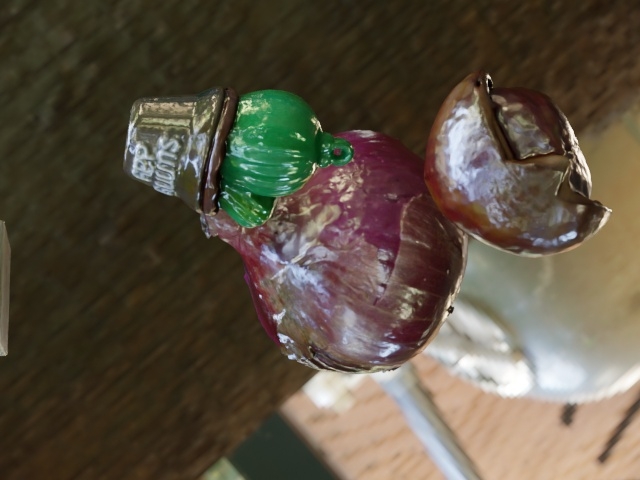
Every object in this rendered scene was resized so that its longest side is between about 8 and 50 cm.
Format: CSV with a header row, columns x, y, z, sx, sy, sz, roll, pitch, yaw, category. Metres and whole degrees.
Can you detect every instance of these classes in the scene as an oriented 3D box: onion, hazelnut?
x,y,z,sx,sy,sz,roll,pitch,yaw,category
0.000,0.000,2.159,0.385,0.347,0.348,20,-173,-29,onion
0.203,-0.071,1.642,0.202,0.160,0.170,25,-150,-9,hazelnut

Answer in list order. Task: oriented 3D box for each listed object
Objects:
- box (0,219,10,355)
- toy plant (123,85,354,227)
x,y,z,sx,sy,sz,roll,pitch,yaw,category
-0.389,0.058,1.858,0.201,0.058,0.141,136,134,-79,box
-0.073,-0.073,1.443,0.105,0.200,0.143,-83,4,-52,toy plant
